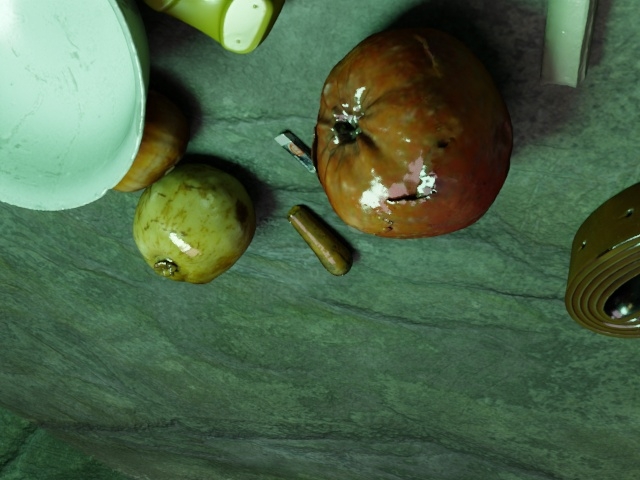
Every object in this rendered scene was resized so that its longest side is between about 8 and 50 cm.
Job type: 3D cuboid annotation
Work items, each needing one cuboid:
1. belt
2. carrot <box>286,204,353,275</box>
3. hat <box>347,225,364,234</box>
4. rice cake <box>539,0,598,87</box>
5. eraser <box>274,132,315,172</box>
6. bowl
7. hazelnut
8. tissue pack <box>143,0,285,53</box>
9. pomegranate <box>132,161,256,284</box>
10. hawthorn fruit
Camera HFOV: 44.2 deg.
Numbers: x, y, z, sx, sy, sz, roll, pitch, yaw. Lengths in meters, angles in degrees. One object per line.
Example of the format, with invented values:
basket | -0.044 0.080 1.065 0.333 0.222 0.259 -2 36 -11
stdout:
belt | 0.508 0.029 1.162 0.217 0.122 0.339 28 144 -10
carrot | 0.000 0.000 1.423 0.055 0.055 0.161 -16 124 39
hat | 0.057 -0.042 1.343 0.058 0.042 0.087 -11 135 34
rice cake | 0.293 -0.281 0.910 0.057 0.052 0.256 10 144 17
eraser | -0.032 -0.141 1.275 0.027 0.019 0.099 -21 127 43
bowl | -0.384 -0.274 1.071 0.434 0.196 0.435 10 122 17
hazelnut | -0.301 -0.167 1.254 0.182 0.182 0.182 13 144 9
tissue pack | -0.129 -0.329 0.985 0.178 0.127 0.123 26 137 -11
pomegranate | -0.217 -0.020 1.361 0.215 0.215 0.215 13 144 9
hawthorn fruit | 0.138 -0.121 1.038 0.276 0.276 0.307 -17 157 39
